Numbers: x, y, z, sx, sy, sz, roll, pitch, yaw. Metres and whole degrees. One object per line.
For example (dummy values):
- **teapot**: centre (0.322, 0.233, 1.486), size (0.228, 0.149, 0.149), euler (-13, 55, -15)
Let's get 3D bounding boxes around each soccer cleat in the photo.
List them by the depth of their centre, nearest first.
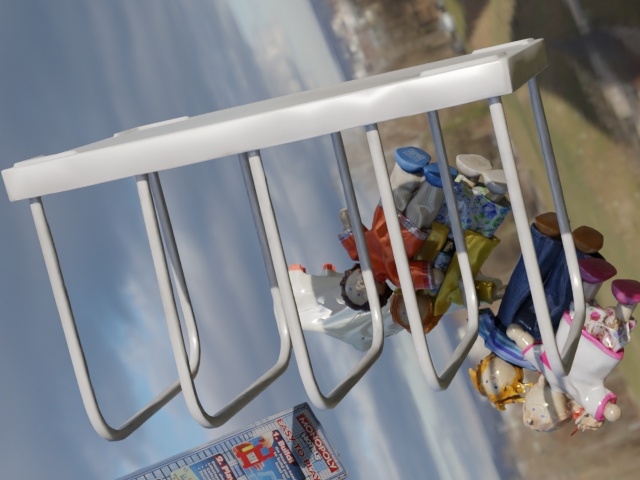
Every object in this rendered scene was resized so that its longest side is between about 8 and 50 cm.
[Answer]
- **soccer cleat**: centre (0.057, 0.057, 1.204), size (0.068, 0.196, 0.076), euler (24, -116, -77)

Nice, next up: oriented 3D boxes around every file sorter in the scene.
- **file sorter**: centre (0.000, 0.000, 0.820), size (0.193, 0.277, 0.173), euler (-36, -66, -72)

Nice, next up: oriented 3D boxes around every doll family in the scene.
- **doll family**: centre (0.136, 0.042, 1.091), size (0.263, 0.163, 0.118), euler (34, -151, 19)

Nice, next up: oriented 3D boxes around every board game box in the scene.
- **board game box**: centre (-0.088, 0.178, 0.897), size (0.060, 0.194, 0.194), euler (60, 142, 13)
